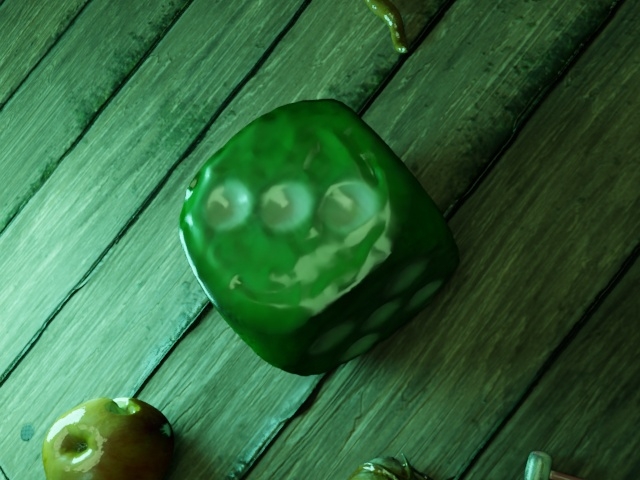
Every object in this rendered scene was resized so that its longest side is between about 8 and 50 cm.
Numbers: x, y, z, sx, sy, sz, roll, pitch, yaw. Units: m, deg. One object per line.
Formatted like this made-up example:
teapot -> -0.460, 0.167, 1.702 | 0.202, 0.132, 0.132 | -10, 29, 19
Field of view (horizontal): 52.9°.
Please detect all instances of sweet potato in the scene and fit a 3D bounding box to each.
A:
sweet potato -> 0.119, -0.403, 1.151 | 0.044, 0.044, 0.179 | -32, 70, 8

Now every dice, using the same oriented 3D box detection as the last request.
dice -> 0.000, 0.000, 0.924 | 0.300, 0.287, 0.297 | -40, 64, 4

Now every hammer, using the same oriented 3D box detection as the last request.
hammer -> 0.313, 0.311, 0.846 | 0.083, 0.031, 0.053 | 13, 80, 14

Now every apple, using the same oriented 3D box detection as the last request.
apple -> -0.333, 0.328, 1.002 | 0.199, 0.199, 0.199 | -7, 70, 19

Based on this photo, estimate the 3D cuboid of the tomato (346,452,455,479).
tomato -> 0.102, 0.385, 0.835 | 0.214, 0.155, 0.181 | 17, 83, 24
